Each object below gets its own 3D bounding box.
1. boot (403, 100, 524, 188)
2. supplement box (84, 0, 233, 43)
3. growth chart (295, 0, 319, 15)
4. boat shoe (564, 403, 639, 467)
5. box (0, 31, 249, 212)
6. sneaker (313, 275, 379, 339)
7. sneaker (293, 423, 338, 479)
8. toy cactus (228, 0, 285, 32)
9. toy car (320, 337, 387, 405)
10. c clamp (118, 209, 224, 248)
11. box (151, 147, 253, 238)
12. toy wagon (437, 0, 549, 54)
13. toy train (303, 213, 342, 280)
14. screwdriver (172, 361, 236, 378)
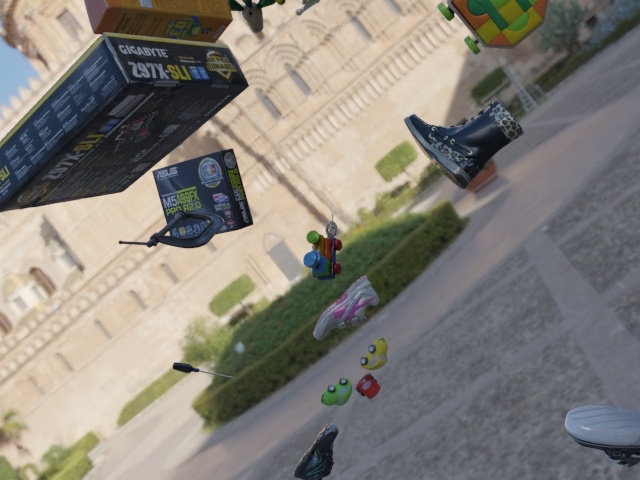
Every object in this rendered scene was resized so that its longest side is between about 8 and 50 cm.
[{"bbox_3d":[0.303,-0.236,1.573,0.178,0.236,0.085,-40,-40,5],"label":"boot"},{"bbox_3d":[-0.267,-0.389,1.231,0.233,0.080,0.078,-10,-16,-38],"label":"supplement box"},{"bbox_3d":[0.021,-0.610,1.661,0.237,0.021,0.172,-48,5,43],"label":"growth chart"},{"bbox_3d":[0.659,0.430,1.564,0.121,0.335,0.119,-132,53,-64],"label":"boat shoe"},{"bbox_3d":[-0.292,-0.160,1.036,0.322,0.079,0.257,-33,-8,30],"label":"box"},{"bbox_3d":[0.083,0.230,2.290,0.252,0.111,0.103,-45,-5,8],"label":"sneaker"},{"bbox_3d":[0.008,0.716,2.450,0.267,0.106,0.101,-61,-7,32],"label":"sneaker"},{"bbox_3d":[-0.163,-0.550,1.696,0.219,0.112,0.180,-15,-30,3],"label":"toy cactus"},{"bbox_3d":[0.098,0.397,2.018,0.225,0.053,0.239,-26,-39,-33],"label":"toy car"},{"bbox_3d":[-0.245,-0.021,1.266,0.160,0.137,0.022,-49,-36,-60],"label":"c clamp"},{"bbox_3d":[-0.326,-0.119,2.013,0.270,0.216,0.060,-9,9,35],"label":"box"},{"bbox_3d":[0.435,-0.666,1.917,0.267,0.344,0.068,-39,17,19],"label":"toy wagon"},{"bbox_3d":[0.000,0.000,2.488,0.105,0.248,0.143,-8,-23,26],"label":"toy train"},{"bbox_3d":[-0.305,0.343,1.928,0.024,0.170,0.025,-99,20,-67],"label":"screwdriver"}]
